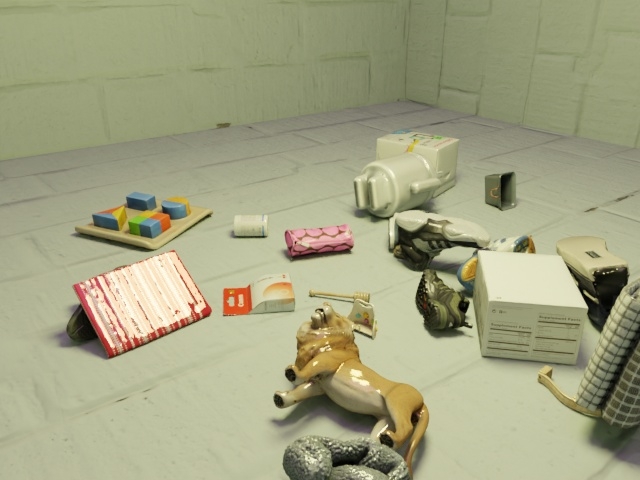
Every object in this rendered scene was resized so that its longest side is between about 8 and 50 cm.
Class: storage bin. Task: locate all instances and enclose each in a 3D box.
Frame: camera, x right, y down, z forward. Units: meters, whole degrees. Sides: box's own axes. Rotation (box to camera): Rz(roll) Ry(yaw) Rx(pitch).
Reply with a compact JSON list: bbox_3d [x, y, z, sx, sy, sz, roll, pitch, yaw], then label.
[{"bbox_3d":[0.651,-0.184,2.123,0.098,0.135,0.091,-14,16,-29],"label":"storage bin"}]

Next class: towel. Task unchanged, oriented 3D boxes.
[{"bbox_3d":[0.602,0.197,1.066,0.121,0.235,0.283,28,23,37],"label":"towel"},{"bbox_3d":[-0.415,0.142,1.369,0.274,0.031,0.199,-22,69,-39],"label":"towel"}]

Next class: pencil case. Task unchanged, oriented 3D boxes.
[{"bbox_3d":[0.000,0.000,1.739,0.209,0.095,0.098,-8,-6,-17],"label":"pencil case"}]

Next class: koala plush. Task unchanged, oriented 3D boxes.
[{"bbox_3d":[0.062,0.387,0.746,0.203,0.196,0.221,2,18,-20],"label":"koala plush"}]

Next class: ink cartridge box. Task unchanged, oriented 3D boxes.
[{"bbox_3d":[-0.160,0.134,1.489,0.179,0.045,0.145,-1,23,-9],"label":"ink cartridge box"},{"bbox_3d":[0.385,-0.312,2.311,0.270,0.197,0.198,17,29,33],"label":"ink cartridge box"}]

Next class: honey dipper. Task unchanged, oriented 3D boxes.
[{"bbox_3d":[0.047,0.141,1.494,0.160,0.031,0.030,5,24,18],"label":"honey dipper"}]

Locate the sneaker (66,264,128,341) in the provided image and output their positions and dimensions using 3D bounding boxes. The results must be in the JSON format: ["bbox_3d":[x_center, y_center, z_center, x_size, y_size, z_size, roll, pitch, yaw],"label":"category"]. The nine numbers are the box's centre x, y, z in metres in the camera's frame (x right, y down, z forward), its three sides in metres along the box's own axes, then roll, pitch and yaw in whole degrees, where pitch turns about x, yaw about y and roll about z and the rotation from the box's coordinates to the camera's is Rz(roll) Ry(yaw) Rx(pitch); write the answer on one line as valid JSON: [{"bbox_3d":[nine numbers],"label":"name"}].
[{"bbox_3d":[-0.547,0.158,1.395,0.130,0.087,0.228,-16,34,33],"label":"sneaker"}]

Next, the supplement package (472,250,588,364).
[{"bbox_3d":[0.472,0.145,1.342,0.203,0.145,0.262,4,25,8],"label":"supplement package"}]

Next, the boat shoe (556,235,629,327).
[{"bbox_3d":[0.683,0.097,1.462,0.127,0.158,0.340,-7,13,14],"label":"boat shoe"}]

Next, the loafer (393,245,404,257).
[{"bbox_3d":[0.290,0.019,1.742,0.147,0.050,0.056,-5,24,-13],"label":"loafer"}]

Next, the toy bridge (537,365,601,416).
[{"bbox_3d":[0.508,0.306,1.123,0.063,0.026,0.188,-19,31,-36],"label":"toy bridge"}]

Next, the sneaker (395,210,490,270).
[{"bbox_3d":[0.338,0.013,1.632,0.268,0.153,0.101,15,28,24],"label":"sneaker"}]

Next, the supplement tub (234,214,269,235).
[{"bbox_3d":[-0.222,-0.049,1.869,0.107,0.071,0.071,1,24,0],"label":"supplement tub"}]

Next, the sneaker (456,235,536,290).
[{"bbox_3d":[0.464,0.069,1.602,0.296,0.112,0.131,-18,9,-34],"label":"sneaker"}]

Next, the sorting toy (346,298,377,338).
[{"bbox_3d":[0.103,0.177,1.353,0.083,0.075,0.044,19,30,35],"label":"sorting toy"}]

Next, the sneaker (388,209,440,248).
[{"bbox_3d":[0.299,-0.034,1.819,0.163,0.086,0.226,4,23,16],"label":"sneaker"}]

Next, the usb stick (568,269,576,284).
[{"bbox_3d":[0.692,0.083,1.607,0.077,0.045,0.278,17,29,31],"label":"usb stick"}]

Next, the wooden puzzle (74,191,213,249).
[{"bbox_3d":[-0.586,-0.086,1.940,0.321,0.081,0.348,11,26,23],"label":"wooden puzzle"}]

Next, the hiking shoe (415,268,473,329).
[{"bbox_3d":[0.305,0.151,1.429,0.114,0.086,0.227,12,29,-6],"label":"hiking shoe"}]

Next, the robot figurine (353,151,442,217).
[{"bbox_3d":[0.276,-0.202,2.058,0.353,0.200,0.299,-19,22,-37],"label":"robot figurine"}]

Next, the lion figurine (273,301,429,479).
[{"bbox_3d":[0.076,0.278,1.089,0.392,0.142,0.240,35,32,31],"label":"lion figurine"}]
